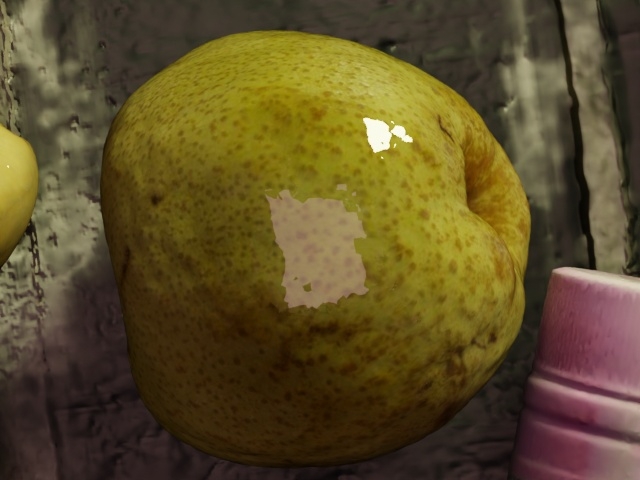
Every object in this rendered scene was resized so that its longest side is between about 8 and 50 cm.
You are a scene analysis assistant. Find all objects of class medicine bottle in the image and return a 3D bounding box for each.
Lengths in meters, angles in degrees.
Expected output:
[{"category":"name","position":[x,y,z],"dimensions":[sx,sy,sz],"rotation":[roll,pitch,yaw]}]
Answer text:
[{"category":"medicine bottle","position":[0.167,0.149,0.912],"dimensions":[0.152,0.152,0.254],"rotation":[11,92,8]}]

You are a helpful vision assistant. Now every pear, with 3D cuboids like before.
[{"category":"pear","position":[0.000,0.000,0.915],"dimensions":[0.211,0.188,0.228],"rotation":[-12,87,11]}]

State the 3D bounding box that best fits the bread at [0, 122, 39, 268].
[{"category":"bread","position":[-0.266,-0.042,0.983],"dimensions":[0.217,0.147,0.098],"rotation":[32,119,11]}]
